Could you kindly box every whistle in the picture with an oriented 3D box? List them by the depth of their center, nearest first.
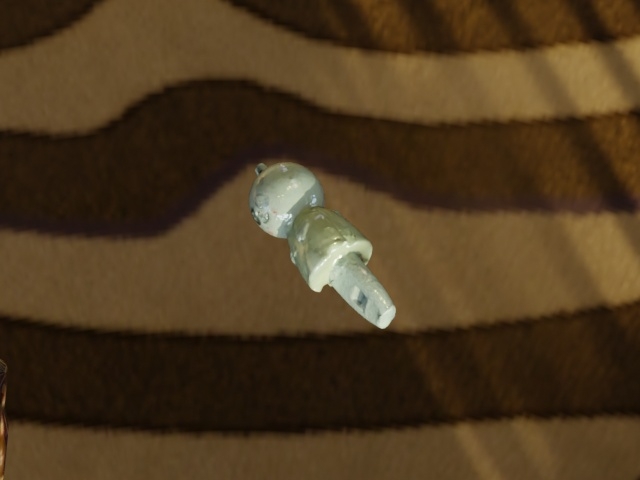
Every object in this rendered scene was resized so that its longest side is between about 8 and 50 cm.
[{"bbox_3d":[0.000,0.000,0.839,0.035,0.035,0.100,-31,62,-18],"label":"whistle"}]

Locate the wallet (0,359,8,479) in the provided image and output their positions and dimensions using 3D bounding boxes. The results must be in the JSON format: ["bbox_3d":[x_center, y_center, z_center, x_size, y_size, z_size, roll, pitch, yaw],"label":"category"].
[{"bbox_3d":[-0.123,0.147,0.341,0.071,0.262,0.221,8,100,10],"label":"wallet"}]
